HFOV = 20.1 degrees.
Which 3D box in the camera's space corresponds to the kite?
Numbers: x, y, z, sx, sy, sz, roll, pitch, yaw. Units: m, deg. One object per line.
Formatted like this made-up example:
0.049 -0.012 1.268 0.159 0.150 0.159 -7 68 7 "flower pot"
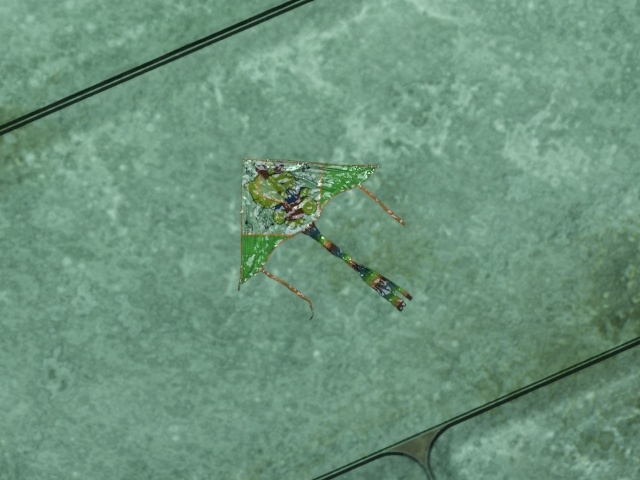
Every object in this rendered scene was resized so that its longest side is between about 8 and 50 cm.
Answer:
0.000 0.000 1.893 0.198 0.006 0.244 -45 109 6 "kite"
